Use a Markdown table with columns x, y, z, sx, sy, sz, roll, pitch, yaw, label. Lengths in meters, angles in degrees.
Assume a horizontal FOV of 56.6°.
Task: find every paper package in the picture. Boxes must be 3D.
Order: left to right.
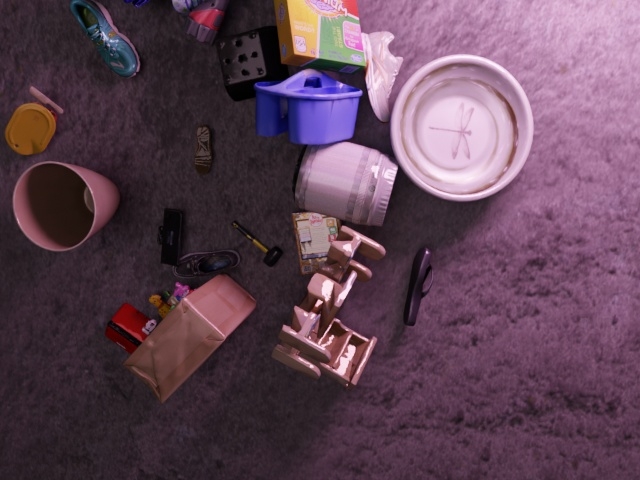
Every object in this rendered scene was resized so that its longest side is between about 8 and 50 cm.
| x | y | z | sx | sy | sz | roll | pitch | yaw | label |
| --- | --- | --- | --- | --- | --- | --- | --- | --- | --- |
| -0.383 | 0.284 | 1.802 | 0.168 | 0.325 | 0.309 | 43 | 104 | 0 | paper package |

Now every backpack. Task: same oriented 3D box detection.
| x | y | z | sx | sy | sz | roll | pitch | yaw | label |
| --- | --- | --- | --- | --- | --- | --- | --- | --- | --- |
| -0.386 | -0.712 | 1.728 | 0.084 | 0.114 | 0.105 | -5 | 99 | 10 | backpack |

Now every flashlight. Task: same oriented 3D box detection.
| x | y | z | sx | sy | sz | roll | pitch | yaw | label |
| --- | --- | --- | --- | --- | --- | --- | --- | --- | --- |
| -0.287 | -0.708 | 1.661 | 0.103 | 0.103 | 0.304 | 18 | 112 | -22 | flashlight |

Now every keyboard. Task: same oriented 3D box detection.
| x | y | z | sx | sy | sz | roll | pitch | yaw | label |
| --- | --- | --- | --- | --- | --- | --- | --- | --- | --- |
| -0.483 | -0.011 | 1.907 | 0.108 | 0.023 | 0.180 | 10 | 97 | 31 | keyboard |

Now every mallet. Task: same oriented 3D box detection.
| x | y | z | sx | sy | sz | roll | pitch | yaw | label |
| --- | --- | --- | --- | --- | --- | --- | --- | --- | --- |
| -0.210 | 0.011 | 1.875 | 0.189 | 0.039 | 0.062 | 33 | 106 | 7 | mallet |

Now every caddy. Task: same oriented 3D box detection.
| x | y | z | sx | sy | sz | roll | pitch | yaw | label |
| --- | --- | --- | --- | --- | --- | --- | --- | --- | --- |
| -0.032 | -0.378 | 1.626 | 0.241 | 0.341 | 0.179 | 16 | 113 | 28 | caddy |

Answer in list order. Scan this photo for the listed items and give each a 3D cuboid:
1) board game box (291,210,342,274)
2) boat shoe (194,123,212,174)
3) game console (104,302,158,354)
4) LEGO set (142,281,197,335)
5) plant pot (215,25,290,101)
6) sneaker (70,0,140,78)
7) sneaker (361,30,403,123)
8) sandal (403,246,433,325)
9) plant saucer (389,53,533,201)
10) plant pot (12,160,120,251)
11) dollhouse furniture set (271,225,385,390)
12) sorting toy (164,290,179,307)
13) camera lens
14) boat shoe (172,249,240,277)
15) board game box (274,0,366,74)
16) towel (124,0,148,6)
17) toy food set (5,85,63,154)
| x | y | z | sx | sy | sz | roll | pitch | yaw | label |
| --- | --- | --- | --- | --- | --- | --- | --- | --- | --- |
| 0.000 | 0.000 | 1.831 | 0.146 | 0.045 | 0.194 | -6 | 99 | 10 | board game box |
| -0.362 | -0.282 | 1.844 | 0.056 | 0.048 | 0.153 | 0 | 107 | -3 | boat shoe |
| -0.637 | 0.304 | 2.004 | 0.144 | 0.085 | 0.124 | 35 | 135 | 2 | game console |
| -0.497 | 0.203 | 1.910 | 0.093 | 0.087 | 0.227 | 40 | 100 | -16 | LEGO set |
| -0.206 | -0.513 | 1.710 | 0.187 | 0.167 | 0.188 | -10 | 99 | 11 | plant pot |
| -0.656 | -0.607 | 1.793 | 0.107 | 0.110 | 0.275 | -37 | 93 | 13 | sneaker |
| 0.183 | -0.468 | 1.694 | 0.120 | 0.099 | 0.263 | -11 | 99 | 6 | sneaker |
| 0.301 | 0.137 | 1.791 | 0.054 | 0.097 | 0.255 | 8 | 111 | -4 | sandal |
| 0.383 | -0.307 | 1.662 | 0.400 | 0.100 | 0.401 | 0 | 92 | -5 | plant saucer |
| -0.732 | -0.116 | 1.809 | 0.256 | 0.274 | 0.257 | 1 | 100 | 9 | plant pot |
| 0.055 | 0.239 | 1.688 | 0.256 | 0.362 | 0.394 | 28 | 147 | 4 | dollhouse furniture set |
| -0.491 | 0.206 | 1.963 | 0.083 | 0.012 | 0.062 | 42 | 104 | 0 | sorting toy |
| 0.069 | -0.170 | 1.699 | 0.274 | 0.219 | 0.220 | 15 | 102 | 6 | camera lens |
| -0.370 | 0.079 | 1.888 | 0.228 | 0.076 | 0.080 | -7 | 99 | 10 | boat shoe |
| -0.009 | -0.619 | 1.595 | 0.064 | 0.242 | 0.317 | -17 | 79 | 53 | board game box |
| -0.414 | -0.783 | 1.666 | 0.308 | 0.228 | 0.076 | -23 | 129 | 21 | towel |
| -0.911 | -0.377 | 1.903 | 0.128 | 0.071 | 0.218 | 32 | 107 | -22 | toy food set |
